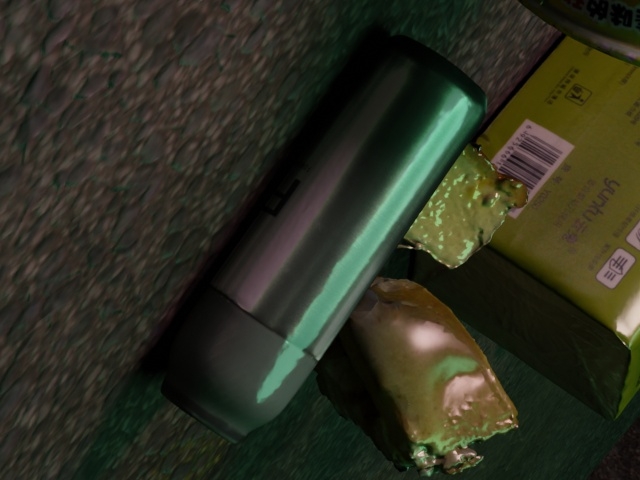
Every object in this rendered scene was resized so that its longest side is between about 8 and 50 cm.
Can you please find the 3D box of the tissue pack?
[{"bbox_3d":[0.230,-0.038,1.500,0.275,0.200,0.167,-48,161,-21],"label":"tissue pack"}]

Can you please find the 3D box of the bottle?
[{"bbox_3d":[0.000,0.000,1.142,0.254,0.079,0.096,-56,-179,-2],"label":"bottle"}]

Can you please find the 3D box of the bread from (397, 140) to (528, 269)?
[{"bbox_3d":[0.063,-0.034,1.205,0.084,0.109,0.080,-52,168,7],"label":"bread"}]

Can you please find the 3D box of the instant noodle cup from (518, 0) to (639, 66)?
[{"bbox_3d":[0.225,-0.233,1.039,0.264,0.264,0.200,-40,151,-42],"label":"instant noodle cup"}]

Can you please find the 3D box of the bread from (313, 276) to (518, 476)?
[{"bbox_3d":[0.061,0.082,1.372,0.103,0.156,0.110,-35,136,-29],"label":"bread"}]
